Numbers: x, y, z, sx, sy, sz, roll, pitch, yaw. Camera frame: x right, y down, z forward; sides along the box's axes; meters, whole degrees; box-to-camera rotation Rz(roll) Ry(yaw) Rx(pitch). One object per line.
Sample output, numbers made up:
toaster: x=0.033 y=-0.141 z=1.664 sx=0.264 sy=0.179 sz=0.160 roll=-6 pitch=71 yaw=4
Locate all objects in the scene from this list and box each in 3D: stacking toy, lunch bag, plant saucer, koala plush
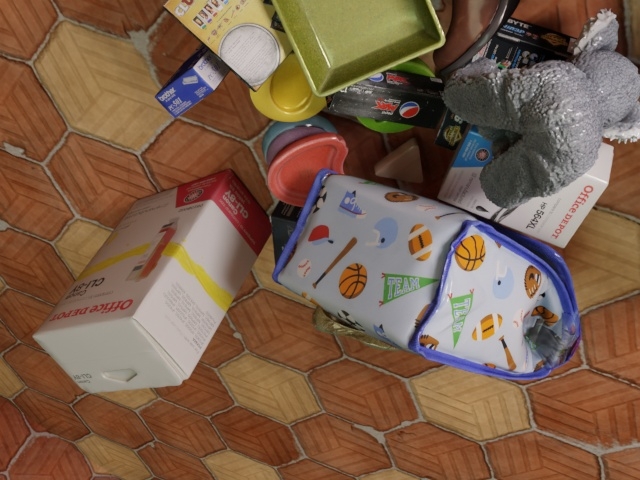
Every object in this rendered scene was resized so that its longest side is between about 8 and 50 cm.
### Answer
stacking toy: x=0.031 y=-0.208 z=1.251 sx=0.280 sy=0.130 sz=0.308 roll=-6 pitch=138 yaw=-4
lunch bag: x=0.186 y=0.061 z=1.223 sx=0.386 sy=0.238 sz=0.328 roll=26 pitch=180 yaw=-42
plant saucer: x=0.042 y=-0.302 z=0.998 sx=0.188 sy=0.045 sz=0.188 roll=-19 pitch=104 yaw=25
koala plush: x=0.311 y=-0.167 z=0.976 sx=0.196 sy=0.221 sz=0.203 roll=66 pitch=159 yaw=-10

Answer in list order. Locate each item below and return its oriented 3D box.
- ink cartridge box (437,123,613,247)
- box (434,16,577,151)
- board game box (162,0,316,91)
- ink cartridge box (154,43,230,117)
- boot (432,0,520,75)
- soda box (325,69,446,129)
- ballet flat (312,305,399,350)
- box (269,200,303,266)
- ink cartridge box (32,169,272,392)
ink cartridge box: x=0.292 y=-0.095 z=1.135 sx=0.203 sy=0.085 sz=0.148 roll=22 pitch=139 yaw=4
box: x=0.278 y=-0.202 z=1.136 sx=0.175 sy=0.051 sz=0.220 roll=20 pitch=138 yaw=7
board game box: x=-0.067 y=-0.343 z=1.049 sx=0.165 sy=0.042 sz=0.243 roll=42 pitch=92 yaw=-14
ink cartridge box: x=-0.155 y=-0.272 z=1.161 sx=0.097 sy=0.207 sz=0.046 roll=-24 pitch=119 yaw=41
boot: x=0.131 y=-0.373 z=0.972 sx=0.280 sy=0.096 sz=0.264 roll=37 pitch=138 yaw=3
soda box: x=0.094 y=-0.207 z=1.125 sx=0.169 sy=0.053 sz=0.060 roll=7 pitch=136 yaw=-17
ballet flat: x=0.082 y=0.168 z=1.600 sx=0.206 sy=0.073 sz=0.067 roll=12 pitch=122 yaw=10
box: x=0.000 y=0.000 z=1.446 sx=0.158 sy=0.093 sz=0.156 roll=14 pitch=137 yaw=15
ink cartridge box: x=-0.295 y=0.072 z=1.445 sx=0.279 sy=0.384 sz=0.160 roll=-13 pitch=126 yaw=35
